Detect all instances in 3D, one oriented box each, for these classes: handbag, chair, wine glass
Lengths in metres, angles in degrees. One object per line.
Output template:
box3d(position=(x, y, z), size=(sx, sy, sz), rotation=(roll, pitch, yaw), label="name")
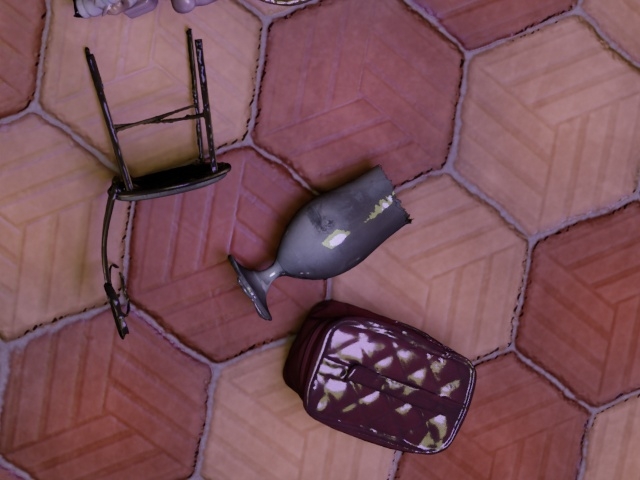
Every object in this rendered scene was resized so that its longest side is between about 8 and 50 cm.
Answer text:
box3d(position=(0.072, 0.169, 1.943), size=(0.225, 0.135, 0.146), rotation=(23, 94, -15), label="handbag")
box3d(position=(-0.186, -0.069, 1.822), size=(0.170, 0.160, 0.325), rotation=(-11, 102, -8), label="chair")
box3d(position=(0.000, 0.000, 1.901), size=(0.222, 0.103, 0.103), rotation=(-34, 108, -2), label="wine glass")

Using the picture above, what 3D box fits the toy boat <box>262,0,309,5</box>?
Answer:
box3d(position=(-0.023, -0.338, 1.833), size=(0.188, 0.061, 0.116), rotation=(-19, 108, -7), label="toy boat")

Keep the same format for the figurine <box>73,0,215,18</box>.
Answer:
box3d(position=(-0.174, -0.307, 1.769), size=(0.229, 0.137, 0.112), rotation=(-19, 147, 15), label="figurine")
